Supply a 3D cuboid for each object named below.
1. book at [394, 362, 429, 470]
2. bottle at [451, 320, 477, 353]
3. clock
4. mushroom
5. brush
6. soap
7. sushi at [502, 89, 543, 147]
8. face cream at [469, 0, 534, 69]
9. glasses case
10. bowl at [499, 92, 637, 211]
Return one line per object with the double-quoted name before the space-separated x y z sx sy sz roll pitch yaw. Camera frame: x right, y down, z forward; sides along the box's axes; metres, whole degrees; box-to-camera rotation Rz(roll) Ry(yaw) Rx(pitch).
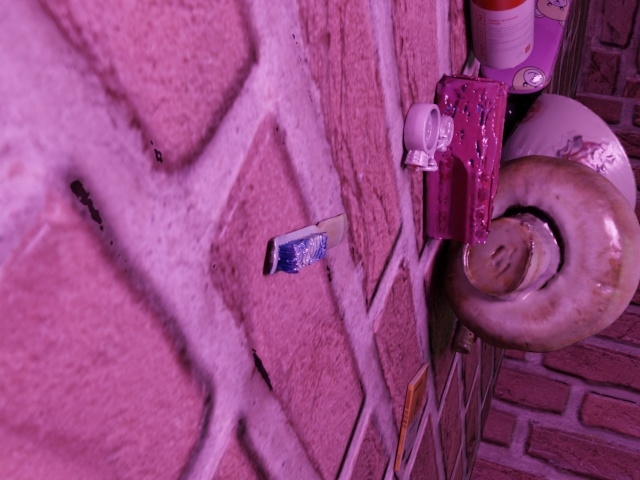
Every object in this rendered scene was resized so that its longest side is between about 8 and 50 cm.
"book" 0.169 0.324 1.361 0.118 0.012 0.172 -27 127 -66
"bottle" 0.332 0.204 1.676 0.063 0.047 0.101 55 49 -51
"clock" 0.143 -0.135 0.969 0.129 0.041 0.087 -10 107 -63
"mushroom" 0.362 0.022 1.261 0.260 0.352 0.352 8 95 -49
"brush" 0.000 0.000 0.685 0.178 0.030 0.033 -23 114 -65
"soap" 0.224 -0.135 1.102 0.250 0.099 0.162 84 27 -42
"sushi" 0.366 -0.266 1.431 0.231 0.047 0.220 -61 180 37
"face cream" 0.267 -0.358 1.084 0.214 0.095 0.096 62 45 -60
"glasses case" 0.379 -0.394 1.326 0.076 0.123 0.316 66 40 -58
"bowl" 0.438 -0.107 1.462 0.157 0.337 0.337 -29 138 -21
